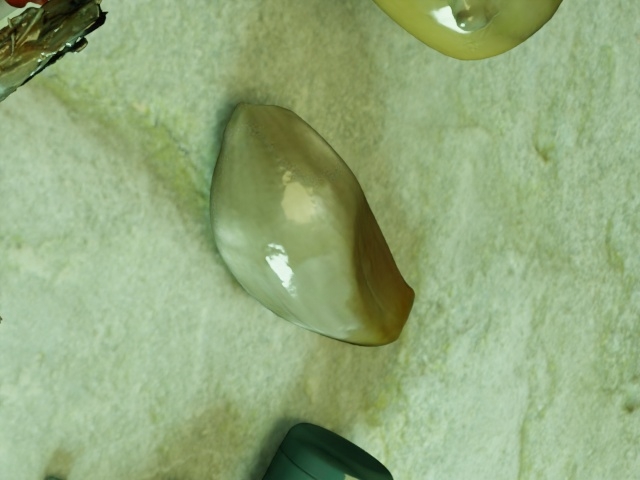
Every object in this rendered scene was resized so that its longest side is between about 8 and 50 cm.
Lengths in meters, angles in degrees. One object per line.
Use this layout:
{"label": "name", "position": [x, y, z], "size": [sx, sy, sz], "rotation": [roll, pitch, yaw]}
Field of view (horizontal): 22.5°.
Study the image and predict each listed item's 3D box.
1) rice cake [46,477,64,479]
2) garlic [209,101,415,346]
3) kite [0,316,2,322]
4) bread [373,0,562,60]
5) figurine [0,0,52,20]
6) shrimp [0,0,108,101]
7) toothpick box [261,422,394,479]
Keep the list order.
{"label": "rice cake", "position": [-0.273, 0.301, 1.499], "size": [0.033, 0.029, 0.171], "rotation": [22, 94, -41]}
{"label": "garlic", "position": [-0.007, 0.006, 1.526], "size": [0.143, 0.112, 0.318], "rotation": [-47, 137, -12]}
{"label": "kite", "position": [-0.327, 0.073, 1.313], "size": [0.229, 0.012, 0.250], "rotation": [6, 70, -63]}
{"label": "bread", "position": [0.086, -0.378, 1.336], "size": [0.376, 0.253, 0.348], "rotation": [39, 80, -38]}
{"label": "figurine", "position": [-0.345, -0.172, 1.174], "size": [0.306, 0.241, 0.412], "rotation": [25, 105, -34]}
{"label": "shrimp", "position": [-0.254, -0.125, 1.092], "size": [0.219, 0.046, 0.152], "rotation": [-30, 159, 2]}
{"label": "toothpick box", "position": [-0.017, 0.286, 1.602], "size": [0.120, 0.120, 0.184], "rotation": [26, 95, -37]}
